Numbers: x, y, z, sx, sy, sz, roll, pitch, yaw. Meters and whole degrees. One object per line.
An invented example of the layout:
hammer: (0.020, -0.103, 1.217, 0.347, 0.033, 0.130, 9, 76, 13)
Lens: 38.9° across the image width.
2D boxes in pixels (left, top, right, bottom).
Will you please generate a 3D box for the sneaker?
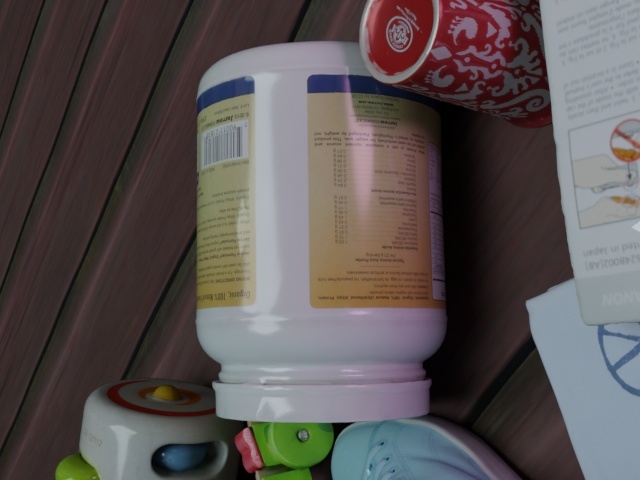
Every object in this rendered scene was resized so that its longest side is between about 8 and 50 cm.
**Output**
sneaker: (0.083, 0.233, 0.753, 0.366, 0.150, 0.135, 15, 96, 59)

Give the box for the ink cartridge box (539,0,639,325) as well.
ink cartridge box: (0.295, -0.151, 0.577, 0.308, 0.091, 0.385, -14, 78, 46)

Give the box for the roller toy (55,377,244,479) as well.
roller toy: (-0.189, 0.244, 1.084, 0.191, 0.209, 0.146, 9, 96, 13)

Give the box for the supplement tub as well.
supplement tub: (0.000, 0.000, 0.830, 0.228, 0.228, 0.316, -8, 80, 51)

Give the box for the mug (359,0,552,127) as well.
mug: (0.112, -0.160, 0.749, 0.150, 0.169, 0.113, 13, 98, 51)

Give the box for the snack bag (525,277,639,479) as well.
snack bag: (0.307, 0.138, 0.584, 0.323, 0.037, 0.343, -35, 63, 46)

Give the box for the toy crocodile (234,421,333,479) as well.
toy crocodile: (-0.060, 0.149, 0.968, 0.115, 0.105, 0.341, 126, 137, -65)
